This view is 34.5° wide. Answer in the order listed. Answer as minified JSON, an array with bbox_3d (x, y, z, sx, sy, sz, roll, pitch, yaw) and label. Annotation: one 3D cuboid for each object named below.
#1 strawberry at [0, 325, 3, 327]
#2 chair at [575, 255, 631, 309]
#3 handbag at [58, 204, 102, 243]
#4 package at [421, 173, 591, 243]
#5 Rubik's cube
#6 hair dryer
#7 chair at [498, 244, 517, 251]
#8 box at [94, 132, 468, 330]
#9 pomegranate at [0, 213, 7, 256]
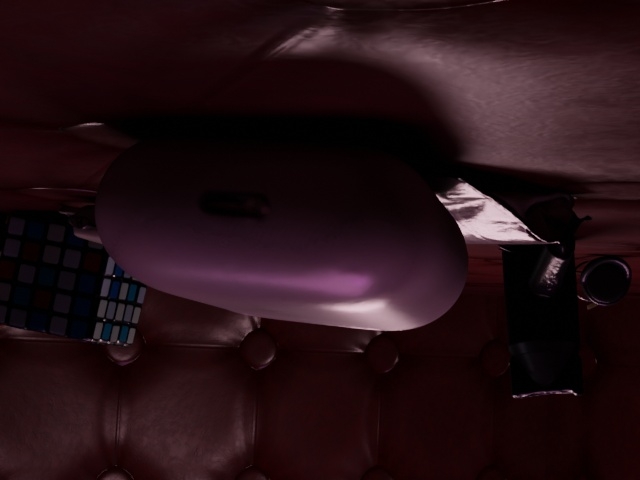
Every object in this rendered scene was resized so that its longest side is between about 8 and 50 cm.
[{"bbox_3d":[-0.718,0.070,2.119,0.244,0.205,0.205,17,179,15],"label":"strawberry"},{"bbox_3d":[0.532,0.083,1.985,0.104,0.095,0.221,-9,174,2],"label":"chair"},{"bbox_3d":[-0.228,0.003,1.455,0.315,0.109,0.241,5,176,14],"label":"handbag"},{"bbox_3d":[0.143,-0.028,1.104,0.203,0.062,0.250,-4,168,44],"label":"package"},{"bbox_3d":[-0.396,0.063,1.655,0.182,0.184,0.187,12,175,13],"label":"Rubik's cube"},{"bbox_3d":[0.337,0.094,1.522,0.116,0.244,0.302,-3,160,6],"label":"hair dryer"},{"bbox_3d":[0.261,-0.005,1.435,0.042,0.037,0.086,17,176,-16],"label":"chair"},{"bbox_3d":[-0.021,-0.002,0.932,0.288,0.141,0.349,4,172,15],"label":"box"},{"bbox_3d":[-0.568,0.034,1.712,0.187,0.187,0.225,8,144,-46],"label":"pomegranate"}]
